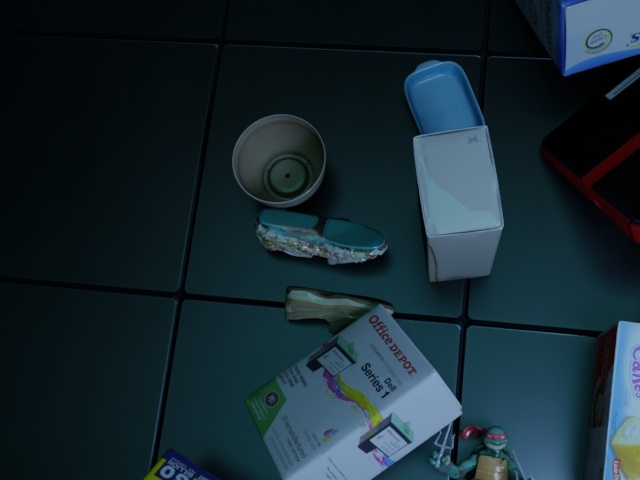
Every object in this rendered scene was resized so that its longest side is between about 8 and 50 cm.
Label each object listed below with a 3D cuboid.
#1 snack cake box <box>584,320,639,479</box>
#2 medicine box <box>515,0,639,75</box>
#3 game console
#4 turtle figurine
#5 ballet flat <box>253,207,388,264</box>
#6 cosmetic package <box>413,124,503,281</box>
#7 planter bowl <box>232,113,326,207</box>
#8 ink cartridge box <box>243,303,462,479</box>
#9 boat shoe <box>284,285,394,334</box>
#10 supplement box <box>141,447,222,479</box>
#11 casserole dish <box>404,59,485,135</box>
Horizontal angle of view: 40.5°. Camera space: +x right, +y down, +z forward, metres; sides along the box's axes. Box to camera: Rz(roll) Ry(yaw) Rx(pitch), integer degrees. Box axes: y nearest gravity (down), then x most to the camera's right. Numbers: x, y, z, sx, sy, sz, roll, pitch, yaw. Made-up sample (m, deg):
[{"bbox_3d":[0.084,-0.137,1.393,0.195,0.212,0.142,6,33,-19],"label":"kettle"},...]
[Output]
[{"bbox_3d":[0.469,0.267,1.323,0.089,0.152,0.264,8,77,9],"label":"snack cake box"},{"bbox_3d":[0.484,-0.446,1.463,0.264,0.149,0.289,-17,45,3],"label":"medicine box"},{"bbox_3d":[0.583,-0.187,1.374,0.387,0.060,0.342,-39,36,7],"label":"game console"},{"bbox_3d":[0.262,0.376,1.340,0.175,0.118,0.234,4,92,27],"label":"turtle figurine"},{"bbox_3d":[0.000,0.000,1.502,0.241,0.077,0.091,14,42,15],"label":"ballet flat"},{"bbox_3d":[0.212,-0.045,1.360,0.113,0.309,0.160,-8,74,7],"label":"cosmetic package"},{"bbox_3d":[-0.064,-0.126,1.525,0.162,0.109,0.162,-2,74,8],"label":"planter bowl"},{"bbox_3d":[0.047,0.258,1.355,0.278,0.117,0.201,-35,36,-2],"label":"ink cartridge box"},{"bbox_3d":[0.030,0.124,1.474,0.190,0.068,0.072,7,88,20],"label":"boat shoe"},{"bbox_3d":[-0.249,0.512,1.237,0.194,0.195,0.356,26,39,13],"label":"supplement box"},{"bbox_3d":[0.221,-0.234,1.554,0.114,0.037,0.188,-19,74,2],"label":"casserole dish"}]
